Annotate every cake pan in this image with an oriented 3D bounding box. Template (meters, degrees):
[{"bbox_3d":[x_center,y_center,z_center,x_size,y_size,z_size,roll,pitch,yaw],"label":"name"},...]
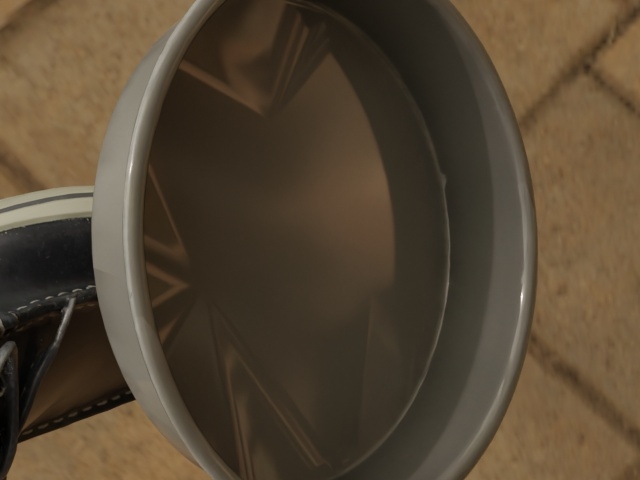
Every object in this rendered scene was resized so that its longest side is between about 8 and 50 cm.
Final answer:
[{"bbox_3d":[0.000,0.000,0.925,0.054,0.293,0.293,-4,66,43],"label":"cake pan"}]

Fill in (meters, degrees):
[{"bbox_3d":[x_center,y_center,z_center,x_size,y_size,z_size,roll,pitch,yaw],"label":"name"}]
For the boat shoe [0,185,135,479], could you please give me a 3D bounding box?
[{"bbox_3d":[-0.223,0.087,1.016,0.500,0.187,0.156,-10,53,-39],"label":"boat shoe"}]
